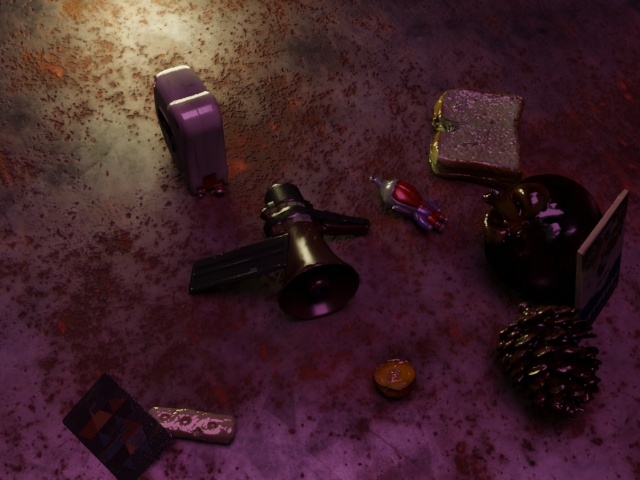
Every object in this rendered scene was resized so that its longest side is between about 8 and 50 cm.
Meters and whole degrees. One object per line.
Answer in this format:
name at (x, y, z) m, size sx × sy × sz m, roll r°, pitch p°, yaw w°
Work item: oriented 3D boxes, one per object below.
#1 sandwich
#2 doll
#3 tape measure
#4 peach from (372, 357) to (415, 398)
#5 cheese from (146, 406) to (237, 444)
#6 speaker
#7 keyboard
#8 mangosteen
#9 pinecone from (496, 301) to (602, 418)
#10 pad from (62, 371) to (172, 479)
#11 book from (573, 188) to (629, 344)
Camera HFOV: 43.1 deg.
sandwich at (0.420, -0.281, 2.189) m, size 0.248 × 0.095 × 0.273 m, roll 8°, pitch 59°, yaw 3°
doll at (0.222, -0.100, 2.065) m, size 0.227 × 0.075 × 0.102 m, roll 31°, pitch 45°, yaw 2°
tape measure at (-0.327, -0.278, 2.021) m, size 0.130 × 0.258 × 0.265 m, roll -23°, pitch 56°, yaw -17°
peach at (0.166, 0.312, 1.812) m, size 0.098 × 0.061 × 0.098 m, roll -2°, pitch 36°, yaw 1°
cheese at (-0.276, 0.392, 1.728) m, size 0.193 × 0.043 × 0.065 m, roll 6°, pitch 54°, yaw 0°
speaker at (-0.001, -0.005, 1.929) m, size 0.259 × 0.198 × 0.330 m, roll -14°, pitch 51°, yaw 1°
keyboard at (-0.146, 0.038, 1.844) m, size 0.381 × 0.041 × 0.104 m, roll -20°, pitch 49°, yaw 32°
mangosteen at (0.527, -0.021, 1.921) m, size 0.297 × 0.293 × 0.297 m, roll -5°, pitch 56°, yaw 8°
pinecone at (0.508, 0.256, 1.794) m, size 0.224 × 0.224 × 0.273 m, roll -12°, pitch 64°, yaw -13°
pad at (-0.429, 0.395, 1.704) m, size 0.211 × 0.003 × 0.143 m, roll 38°, pitch 81°, yaw 17°
book at (0.646, 0.067, 1.870) m, size 0.018 × 0.323 × 0.228 m, roll 25°, pitch 57°, yaw 34°
